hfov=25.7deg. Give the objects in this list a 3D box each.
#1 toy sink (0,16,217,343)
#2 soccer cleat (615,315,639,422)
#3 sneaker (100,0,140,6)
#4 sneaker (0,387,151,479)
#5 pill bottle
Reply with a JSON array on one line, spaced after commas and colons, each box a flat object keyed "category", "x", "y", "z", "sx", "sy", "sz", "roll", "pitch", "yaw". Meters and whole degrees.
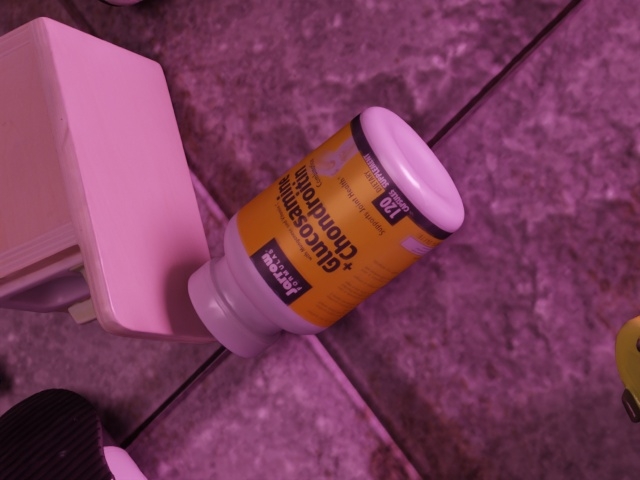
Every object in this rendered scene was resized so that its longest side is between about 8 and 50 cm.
[{"category": "toy sink", "x": -0.184, "y": -0.020, "z": 1.039, "sx": 0.131, "sy": 0.153, "sz": 0.234, "roll": -22, "pitch": 74, "yaw": 23}, {"category": "soccer cleat", "x": 0.301, "y": 0.117, "z": 0.814, "sx": 0.289, "sy": 0.121, "sz": 0.093, "roll": 31, "pitch": 139, "yaw": 40}, {"category": "sneaker", "x": -0.057, "y": -0.253, "z": 1.039, "sx": 0.270, "sy": 0.090, "sz": 0.145, "roll": -48, "pitch": 62, "yaw": 11}, {"category": "sneaker", "x": -0.149, "y": 0.230, "z": 1.009, "sx": 0.122, "sy": 0.146, "sz": 0.330, "roll": -39, "pitch": 39, "yaw": -11}, {"category": "pill bottle", "x": 0.000, "y": 0.000, "z": 0.967, "sx": 0.184, "sy": 0.103, "sz": 0.103, "roll": -38, "pitch": 68, "yaw": 18}]
